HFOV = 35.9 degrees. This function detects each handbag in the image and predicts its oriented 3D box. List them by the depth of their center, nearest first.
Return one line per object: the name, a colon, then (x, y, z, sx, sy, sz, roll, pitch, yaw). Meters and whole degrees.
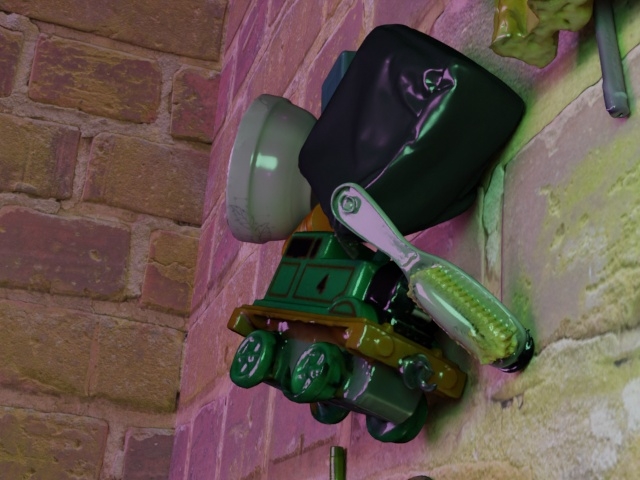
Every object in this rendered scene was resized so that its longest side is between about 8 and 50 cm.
handbag: (0.113, -0.122, 1.286, 0.275, 0.178, 0.302, -60, 22, 13)

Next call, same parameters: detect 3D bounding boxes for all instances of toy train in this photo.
toy train: (0.034, 0.113, 1.300, 0.429, 0.178, 0.249, 0, 64, 59)

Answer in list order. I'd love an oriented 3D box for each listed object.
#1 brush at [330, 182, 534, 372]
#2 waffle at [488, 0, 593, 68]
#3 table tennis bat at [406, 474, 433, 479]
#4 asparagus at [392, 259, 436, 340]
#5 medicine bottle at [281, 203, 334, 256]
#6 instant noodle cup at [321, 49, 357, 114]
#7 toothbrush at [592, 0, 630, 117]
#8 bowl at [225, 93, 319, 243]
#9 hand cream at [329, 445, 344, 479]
brush: (0.106, 0.039, 1.082, 0.297, 0.060, 0.068, 43, 117, 23)
waffle: (0.285, -0.375, 0.963, 0.348, 0.078, 0.304, 144, 138, -62)
table tennis bat: (0.130, 0.354, 1.196, 0.234, 0.022, 0.131, 151, 128, -72)
asparagus: (0.127, 0.081, 1.372, 0.034, 0.027, 0.236, -55, 25, 26)
medicine bottle: (0.000, 0.000, 1.758, 0.192, 0.096, 0.096, 135, 142, -65)
instant noodle cup: (0.050, -0.263, 1.813, 0.157, 0.070, 0.179, 124, 153, -53)
toothbrush: (0.291, -0.274, 1.026, 0.029, 0.024, 0.354, -44, 36, 51)
bowl: (-0.063, -0.126, 1.870, 0.287, 0.144, 0.287, 11, -90, -75)
hand cream: (0.025, 0.384, 1.545, 0.036, 0.023, 0.122, -35, 46, 53)
